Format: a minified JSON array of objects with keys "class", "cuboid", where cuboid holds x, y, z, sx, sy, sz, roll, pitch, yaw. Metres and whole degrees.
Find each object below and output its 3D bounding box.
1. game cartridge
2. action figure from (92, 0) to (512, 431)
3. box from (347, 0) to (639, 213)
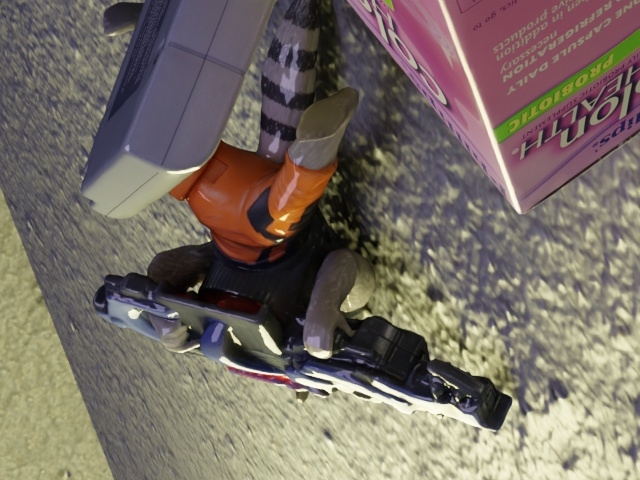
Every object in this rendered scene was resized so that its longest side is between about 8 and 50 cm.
[{"class":"game cartridge","cuboid":[-0.061,-0.163,0.994,0.196,0.060,0.294,147,142,-73]},{"class":"action figure","cuboid":[0.000,0.000,1.197,0.341,0.178,0.330,18,142,23]},{"class":"box","cuboid":[0.058,-0.164,0.756,0.213,0.117,0.243,54,180,26]}]
